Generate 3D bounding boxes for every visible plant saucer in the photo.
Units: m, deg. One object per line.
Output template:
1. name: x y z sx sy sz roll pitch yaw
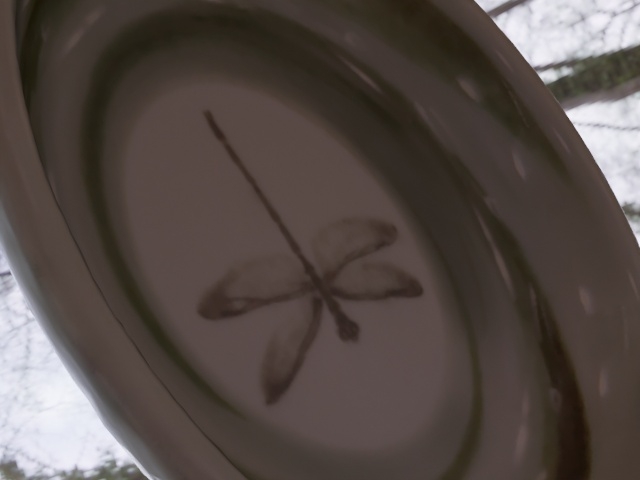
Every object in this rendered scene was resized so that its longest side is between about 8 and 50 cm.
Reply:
1. plant saucer: 0.000 0.000 0.592 0.400 0.100 0.400 30 -139 -30
